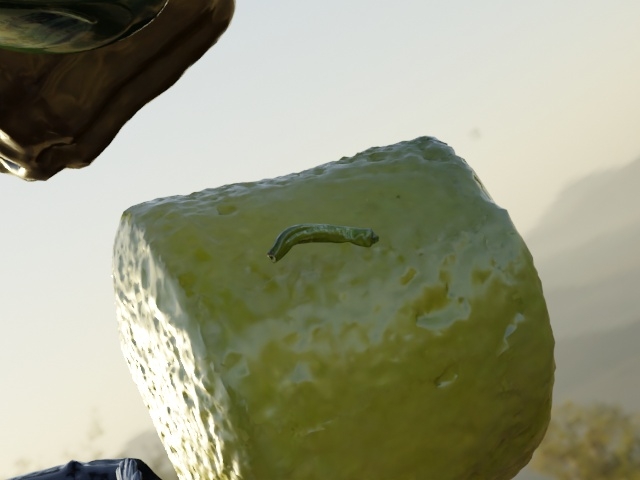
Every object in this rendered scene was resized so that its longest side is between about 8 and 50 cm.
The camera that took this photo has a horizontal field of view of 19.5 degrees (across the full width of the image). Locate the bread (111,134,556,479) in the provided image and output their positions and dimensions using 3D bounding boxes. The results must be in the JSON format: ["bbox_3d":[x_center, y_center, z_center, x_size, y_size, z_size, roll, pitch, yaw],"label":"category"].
[{"bbox_3d":[0.012,0.093,1.503,0.308,0.348,0.348,-21,-5,-17],"label":"bread"}]

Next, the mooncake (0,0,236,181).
[{"bbox_3d":[-0.219,-0.182,1.125,0.187,0.324,0.324,-50,0,-8],"label":"mooncake"}]

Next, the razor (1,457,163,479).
[{"bbox_3d":[-0.248,0.260,1.220,0.327,0.189,0.107,-20,-41,11],"label":"razor"}]

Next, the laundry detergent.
[{"bbox_3d":[-0.175,-0.139,0.859,0.137,0.063,0.211,-3,-10,38],"label":"laundry detergent"}]

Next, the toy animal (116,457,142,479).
[{"bbox_3d":[-0.055,0.191,0.990,0.108,0.220,0.062,-44,-37,22],"label":"toy animal"}]

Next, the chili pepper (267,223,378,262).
[{"bbox_3d":[0.000,-0.001,1.284,0.083,0.030,0.017,-4,-56,-19],"label":"chili pepper"}]
